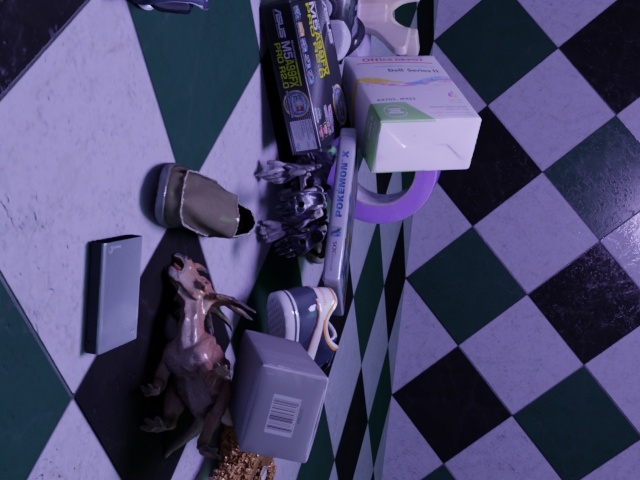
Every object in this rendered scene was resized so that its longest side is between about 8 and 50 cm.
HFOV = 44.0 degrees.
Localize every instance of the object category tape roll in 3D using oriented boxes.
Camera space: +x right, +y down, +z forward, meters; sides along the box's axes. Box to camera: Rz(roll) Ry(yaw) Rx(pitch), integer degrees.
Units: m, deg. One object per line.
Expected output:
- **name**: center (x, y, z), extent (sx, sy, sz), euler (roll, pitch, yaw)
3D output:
- **tape roll**: center (0.136, -0.181, 1.815), extent (0.090, 0.275, 0.274), euler (-49, 143, -63)

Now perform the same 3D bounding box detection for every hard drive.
- **hard drive**: center (-0.252, 0.063, 0.970), extent (0.094, 0.022, 0.135), euler (-20, 116, -73)

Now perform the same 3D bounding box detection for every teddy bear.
- **teddy bear**: center (-0.140, 0.366, 1.416), extent (0.338, 0.113, 0.245), euler (91, 20, -50)

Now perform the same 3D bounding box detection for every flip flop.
- **flip flop**: center (0.000, 0.000, 1.765), extent (0.277, 0.080, 0.112), euler (48, 54, -73)

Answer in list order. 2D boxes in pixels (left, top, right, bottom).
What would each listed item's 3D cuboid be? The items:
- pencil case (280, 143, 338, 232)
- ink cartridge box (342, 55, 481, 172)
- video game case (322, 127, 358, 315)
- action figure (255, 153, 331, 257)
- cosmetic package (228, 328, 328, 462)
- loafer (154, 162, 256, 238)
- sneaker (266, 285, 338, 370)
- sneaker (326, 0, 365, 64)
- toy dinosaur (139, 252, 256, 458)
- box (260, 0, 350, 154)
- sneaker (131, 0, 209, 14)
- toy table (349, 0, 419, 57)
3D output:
- **pencil case**: center (-0.020, -0.115, 1.628), extent (0.086, 0.088, 0.206), euler (101, 3, -69)
- **ink cartridge box**: center (0.161, -0.281, 1.613), extent (0.353, 0.207, 0.119), euler (-110, -159, -51)
- **video game case**: center (0.043, -0.025, 1.600), extent (0.329, 0.036, 0.299), euler (82, 15, -73)
- **action figure**: center (-0.050, -0.074, 1.450), extent (0.275, 0.141, 0.164), euler (-89, 174, -72)
- **cosmetic package**: center (-0.070, 0.220, 1.159), extent (0.238, 0.107, 0.127), euler (-143, -113, -80)
- **loafer**: center (-0.158, -0.052, 1.139), extent (0.251, 0.087, 0.094), euler (21, 77, -75)
- **sneaker**: center (-0.039, 0.216, 1.493), extent (0.126, 0.128, 0.321), euler (56, -33, 38)
- **sneaker**: center (0.044, -0.503, 1.675), extent (0.153, 0.101, 0.268), euler (-27, 129, -73)
- **toy dinosaur**: center (-0.171, 0.184, 1.158), extent (0.200, 0.127, 0.295), euler (-74, 171, -59)
- **box**: center (-0.021, -0.315, 1.473), extent (0.216, 0.060, 0.270), euler (-48, 130, -64)
- **sneaker**: center (-0.156, -0.370, 0.971), extent (0.282, 0.099, 0.153), euler (-49, 139, -53)
- **toy table**: center (0.154, -0.553, 1.936), extent (0.274, 0.161, 0.252), euler (60, 40, -65)
